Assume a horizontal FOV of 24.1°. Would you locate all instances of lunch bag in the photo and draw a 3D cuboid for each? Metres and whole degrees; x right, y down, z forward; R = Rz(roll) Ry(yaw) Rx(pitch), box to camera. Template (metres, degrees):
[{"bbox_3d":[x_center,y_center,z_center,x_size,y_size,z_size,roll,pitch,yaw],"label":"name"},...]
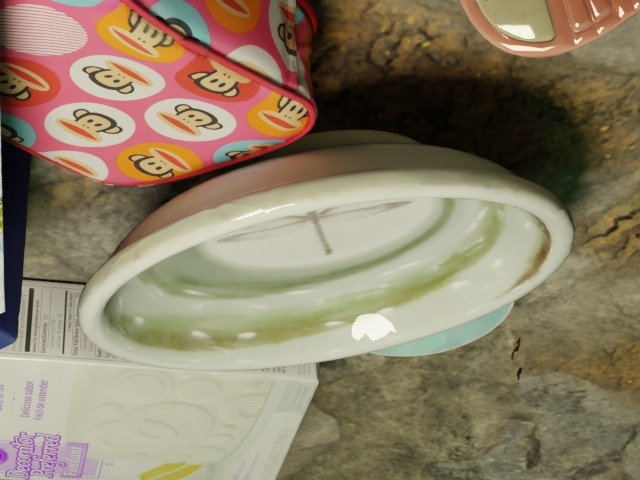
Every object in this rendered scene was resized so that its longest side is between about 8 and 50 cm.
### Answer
[{"bbox_3d":[-0.169,-0.136,1.035,0.258,0.120,0.293,-18,149,33],"label":"lunch bag"}]

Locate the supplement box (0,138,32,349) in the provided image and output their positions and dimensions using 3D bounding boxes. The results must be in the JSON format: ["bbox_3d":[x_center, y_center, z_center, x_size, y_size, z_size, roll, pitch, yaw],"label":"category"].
[{"bbox_3d":[-0.428,0.027,1.194,0.356,0.195,0.194,-26,138,27],"label":"supplement box"}]

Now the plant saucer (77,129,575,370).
[{"bbox_3d":[0.000,0.000,1.215,0.400,0.101,0.400,-9,159,-3],"label":"plant saucer"}]

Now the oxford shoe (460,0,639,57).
[{"bbox_3d":[0.270,-0.249,0.970,0.397,0.140,0.146,-24,-177,11],"label":"oxford shoe"}]

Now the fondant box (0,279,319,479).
[{"bbox_3d":[-0.187,0.148,1.467,0.330,0.096,0.238,6,143,-12],"label":"fondant box"}]

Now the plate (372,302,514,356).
[{"bbox_3d":[0.090,0.051,1.420,0.188,0.024,0.188,-3,144,-2],"label":"plate"}]

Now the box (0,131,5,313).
[{"bbox_3d":[-0.298,-0.045,0.912,0.201,0.057,0.293,-14,141,-23],"label":"box"}]
